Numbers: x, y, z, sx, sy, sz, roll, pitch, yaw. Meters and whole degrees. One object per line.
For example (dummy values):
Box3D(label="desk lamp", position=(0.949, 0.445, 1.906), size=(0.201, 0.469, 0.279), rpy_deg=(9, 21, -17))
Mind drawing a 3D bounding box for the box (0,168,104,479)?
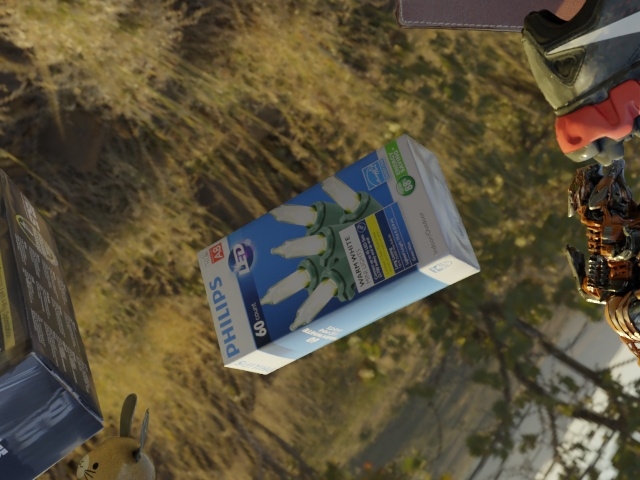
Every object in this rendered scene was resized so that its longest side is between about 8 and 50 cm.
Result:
Box3D(label="box", position=(-0.366, 0.116, 0.776), size=(0.318, 0.395, 0.097), rpy_deg=(-38, 122, -4))

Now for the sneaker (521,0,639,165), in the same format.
Box3D(label="sneaker", position=(0.247, -0.170, 0.582), size=(0.276, 0.135, 0.097), rpy_deg=(-35, -179, 26))

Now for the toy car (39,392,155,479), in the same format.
Box3D(label="toy car", position=(-0.238, 0.255, 0.976), size=(0.188, 0.149, 0.155), rpy_deg=(-64, -156, -7))

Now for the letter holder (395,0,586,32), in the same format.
Box3D(label="letter holder", position=(0.217, -0.297, 0.743), size=(0.214, 0.302, 0.152), rpy_deg=(81, 22, -44))

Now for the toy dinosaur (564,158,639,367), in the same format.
Box3D(label="toy dinosaur", position=(0.400, 0.054, 1.046), size=(0.218, 0.322, 0.164), rpy_deg=(-22, -162, 46))

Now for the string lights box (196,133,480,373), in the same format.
Box3D(label="string lights box", position=(0.011, 0.021, 0.908), size=(0.260, 0.133, 0.077), rpy_deg=(-29, 153, 23))
